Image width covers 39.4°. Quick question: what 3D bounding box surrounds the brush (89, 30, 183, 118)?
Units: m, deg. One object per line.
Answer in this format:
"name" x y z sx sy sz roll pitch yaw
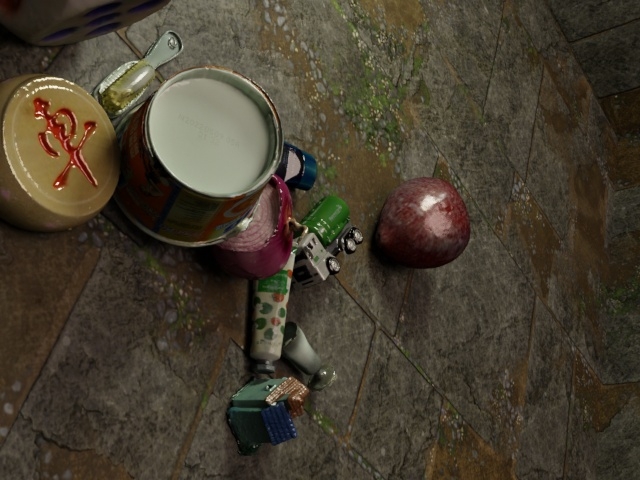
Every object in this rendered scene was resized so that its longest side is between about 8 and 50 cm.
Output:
"brush" -0.318 -0.314 1.633 0.068 0.060 0.297 56 40 -23

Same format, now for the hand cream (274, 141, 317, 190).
"hand cream" -0.120 -0.177 1.878 0.271 0.061 0.120 16 70 -43

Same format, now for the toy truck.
"toy truck" 0.000 0.000 1.936 0.125 0.101 0.242 59 35 -16

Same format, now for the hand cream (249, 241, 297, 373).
"hand cream" -0.101 0.126 1.774 0.059 0.095 0.276 109 -14 -68

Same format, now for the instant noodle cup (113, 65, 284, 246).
"instant noodle cup" -0.203 -0.151 1.501 0.296 0.214 0.296 5 75 -20

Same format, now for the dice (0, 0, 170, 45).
"dice" -0.395 -0.465 1.411 0.243 0.251 0.259 -33 105 -55

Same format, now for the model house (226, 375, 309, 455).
"model house" -0.074 0.319 1.674 0.148 0.149 0.119 -34 107 -51

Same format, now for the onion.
"onion" -0.127 -0.024 1.708 0.201 0.200 0.207 5 54 -54

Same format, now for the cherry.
"cherry" 0.253 -0.038 2.220 0.300 0.203 0.230 -26 101 -41

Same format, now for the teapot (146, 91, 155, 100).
"teapot" -0.289 -0.237 1.653 0.088 0.066 0.057 -54 142 -23

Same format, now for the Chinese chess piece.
"Chinese chess piece" -0.426 -0.136 1.387 0.251 0.097 0.250 23 61 -50

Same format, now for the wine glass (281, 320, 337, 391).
"wine glass" -0.033 0.239 1.827 0.155 0.072 0.072 52 41 -32
